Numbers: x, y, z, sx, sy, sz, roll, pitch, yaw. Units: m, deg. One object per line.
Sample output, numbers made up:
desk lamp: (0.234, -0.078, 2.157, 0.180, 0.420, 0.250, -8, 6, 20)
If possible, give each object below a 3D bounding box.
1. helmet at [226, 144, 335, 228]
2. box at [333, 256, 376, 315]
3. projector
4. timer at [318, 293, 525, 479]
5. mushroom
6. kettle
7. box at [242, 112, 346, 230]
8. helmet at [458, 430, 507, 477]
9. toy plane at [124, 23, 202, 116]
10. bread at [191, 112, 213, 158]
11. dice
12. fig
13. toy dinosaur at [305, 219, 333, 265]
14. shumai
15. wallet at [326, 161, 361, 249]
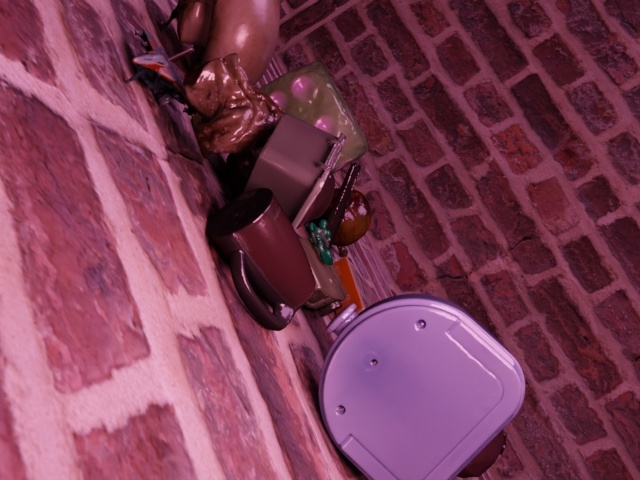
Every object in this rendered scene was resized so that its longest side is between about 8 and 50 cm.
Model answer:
helmet: (-0.121, -0.149, 1.441, 0.305, 0.225, 0.177, 49, 40, -5)
box: (0.116, 0.210, 1.897, 0.221, 0.091, 0.274, 56, 11, -31)
projector: (-0.018, 0.097, 1.559, 0.194, 0.088, 0.269, 63, 11, 13)
timer: (0.171, 0.277, 1.226, 0.395, 0.394, 0.173, 61, 11, 3)
mushroom: (-0.266, -0.569, 1.622, 0.294, 0.362, 0.362, 11, 34, -20)
kettle: (-0.101, 0.045, 1.179, 0.232, 0.144, 0.202, 58, 27, -28)
box: (-0.062, -0.133, 1.230, 0.135, 0.243, 0.163, 29, 58, -5)
helmet: (0.413, 0.612, 1.863, 0.197, 0.270, 0.338, -60, 155, -27)
toy plane: (-0.324, -0.336, 1.221, 0.223, 0.104, 0.326, 58, 14, -8)
bread: (-0.239, -0.238, 1.434, 0.084, 0.074, 0.139, 40, 22, -56)
dice: (-0.057, -0.334, 1.895, 0.318, 0.322, 0.330, 60, 9, -2)
fig: (0.083, -0.034, 2.245, 0.321, 0.216, 0.217, 84, -10, -46)
toy dinosaur: (0.000, 0.000, 1.538, 0.096, 0.059, 0.132, -103, 167, -47)
shumai: (-0.163, -0.285, 1.243, 0.218, 0.183, 0.186, -23, 125, -46)
wallet: (0.059, -0.094, 1.951, 0.044, 0.321, 0.170, 23, 9, 5)
